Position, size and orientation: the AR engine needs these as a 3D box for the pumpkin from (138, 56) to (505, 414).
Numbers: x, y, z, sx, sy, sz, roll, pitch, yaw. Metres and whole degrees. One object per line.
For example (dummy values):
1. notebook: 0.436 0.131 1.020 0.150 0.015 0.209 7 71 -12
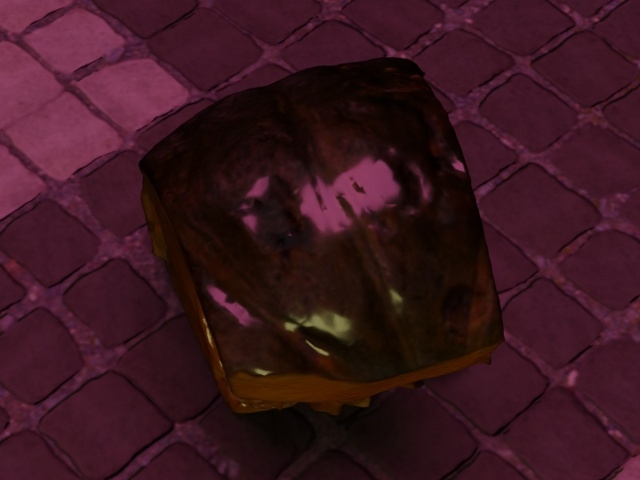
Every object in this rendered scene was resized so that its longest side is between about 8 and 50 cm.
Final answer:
1. pumpkin: 0.000 0.000 1.277 0.225 0.303 0.256 -17 81 -10
